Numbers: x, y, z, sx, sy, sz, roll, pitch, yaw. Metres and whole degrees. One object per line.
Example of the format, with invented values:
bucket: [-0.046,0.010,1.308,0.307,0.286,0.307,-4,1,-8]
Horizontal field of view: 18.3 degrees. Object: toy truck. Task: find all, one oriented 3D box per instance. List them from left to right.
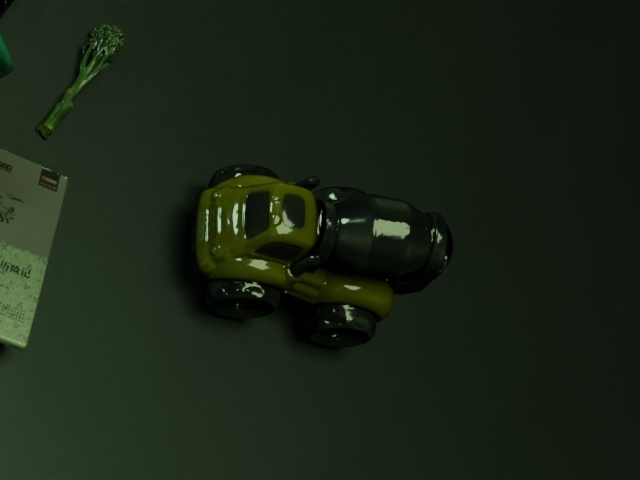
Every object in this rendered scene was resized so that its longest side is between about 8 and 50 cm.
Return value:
toy truck: [0.000,0.000,1.866,0.224,0.165,0.147,15,64,-30]

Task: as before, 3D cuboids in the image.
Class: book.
book: [-0.296,-0.003,1.733,0.127,0.014,0.182,22,57,-19]

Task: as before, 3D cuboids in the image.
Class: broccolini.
broccolini: [-0.228,-0.152,1.855,0.035,0.030,0.140,38,58,-8]

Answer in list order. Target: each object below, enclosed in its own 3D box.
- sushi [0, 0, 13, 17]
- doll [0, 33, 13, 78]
sushi: [-0.307,-0.258,1.817,0.083,0.056,0.085,39,54,-17]
doll: [-0.372,-0.220,1.697,0.195,0.153,0.258,-19,91,-33]
